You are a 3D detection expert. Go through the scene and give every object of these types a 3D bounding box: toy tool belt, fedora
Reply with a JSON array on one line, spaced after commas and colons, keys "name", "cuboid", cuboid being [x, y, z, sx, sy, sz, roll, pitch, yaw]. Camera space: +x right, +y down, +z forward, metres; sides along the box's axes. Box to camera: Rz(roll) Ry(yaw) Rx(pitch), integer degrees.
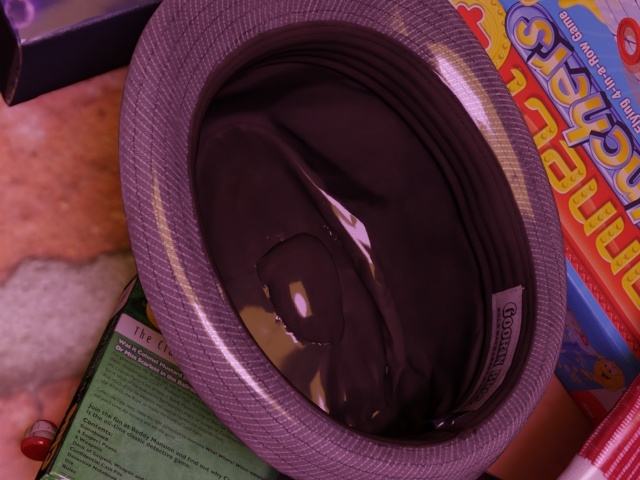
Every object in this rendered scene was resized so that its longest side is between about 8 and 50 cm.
[{"name": "toy tool belt", "cuboid": [-0.115, 0.101, 0.603, 0.083, 0.052, 0.051, 19, 45, -17]}, {"name": "fedora", "cuboid": [0.000, 0.000, 0.580, 0.243, 0.124, 0.276, -26, 89, -34]}]

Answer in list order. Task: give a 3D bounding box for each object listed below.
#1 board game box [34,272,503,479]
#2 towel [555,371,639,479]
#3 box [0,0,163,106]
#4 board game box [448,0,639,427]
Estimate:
[{"name": "board game box", "cuboid": [-0.011, 0.132, 0.600, 0.259, 0.030, 0.136, 32, 47, -14]}, {"name": "towel", "cuboid": [0.272, 0.092, 0.656, 0.329, 0.037, 0.237, -46, 130, -13]}, {"name": "box", "cuboid": [-0.136, -0.201, 0.610, 0.153, 0.108, 0.207, -25, 89, -21]}, {"name": "board game box", "cuboid": [0.217, -0.086, 0.718, 0.302, 0.086, 0.308, -37, 94, -21]}]
